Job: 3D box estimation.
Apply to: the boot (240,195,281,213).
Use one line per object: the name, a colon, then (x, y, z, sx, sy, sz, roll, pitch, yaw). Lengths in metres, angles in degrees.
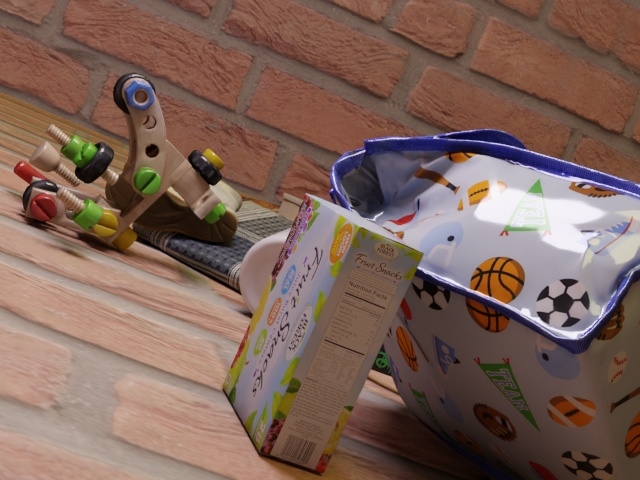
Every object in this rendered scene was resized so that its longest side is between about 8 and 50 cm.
boot: (-0.139, -0.050, 2.396, 0.264, 0.096, 0.280, 25, 6, 9)

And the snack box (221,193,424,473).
snack box: (-0.005, 0.075, 0.956, 0.070, 0.207, 0.174, 21, 6, -19)

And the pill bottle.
pill bottle: (-0.012, 0.040, 1.526, 0.131, 0.131, 0.229, 25, 18, 16)

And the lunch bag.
lunch bag: (0.192, 0.075, 1.109, 0.385, 0.239, 0.328, 22, -37, 43)

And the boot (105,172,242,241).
boot: (-0.231, -0.070, 1.728, 0.213, 0.077, 0.165, 17, 18, -5)

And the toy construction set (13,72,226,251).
toy construction set: (-0.281, -0.070, 1.545, 0.237, 0.257, 0.309, 41, -27, -27)

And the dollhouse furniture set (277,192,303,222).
dollhouse furniture set: (0.000, 0.000, 2.294, 0.183, 0.129, 0.129, 26, 5, 35)

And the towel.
towel: (-0.100, 0.020, 1.770, 0.312, 0.056, 0.324, 24, 20, 29)

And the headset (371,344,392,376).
headset: (0.169, 0.097, 1.535, 0.243, 0.185, 0.394, 13, 12, 15)
